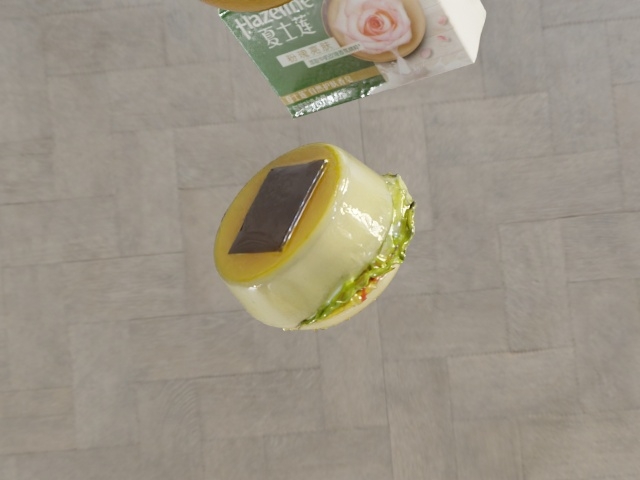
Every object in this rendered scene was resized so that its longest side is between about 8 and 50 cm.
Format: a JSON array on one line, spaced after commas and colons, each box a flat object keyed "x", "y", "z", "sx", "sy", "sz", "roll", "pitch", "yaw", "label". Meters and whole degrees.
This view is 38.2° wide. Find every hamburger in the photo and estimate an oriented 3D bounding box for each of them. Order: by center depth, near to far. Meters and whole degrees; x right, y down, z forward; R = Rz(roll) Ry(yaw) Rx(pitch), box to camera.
[{"x": 0.000, "y": 0.000, "z": 0.598, "sx": 0.141, "sy": 0.081, "sz": 0.126, "roll": -19, "pitch": 43, "yaw": 37, "label": "hamburger"}]

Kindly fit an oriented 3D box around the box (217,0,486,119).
[{"x": 0.028, "y": -0.202, "z": 0.820, "sx": 0.199, "sy": 0.081, "sz": 0.135, "roll": -14, "pitch": 132, "yaw": 31, "label": "box"}]

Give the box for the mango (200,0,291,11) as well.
[{"x": -0.027, "y": -0.271, "z": 0.617, "sx": 0.254, "sy": 0.139, "sz": 0.175, "roll": -40, "pitch": 86, "yaw": 33, "label": "mango"}]
